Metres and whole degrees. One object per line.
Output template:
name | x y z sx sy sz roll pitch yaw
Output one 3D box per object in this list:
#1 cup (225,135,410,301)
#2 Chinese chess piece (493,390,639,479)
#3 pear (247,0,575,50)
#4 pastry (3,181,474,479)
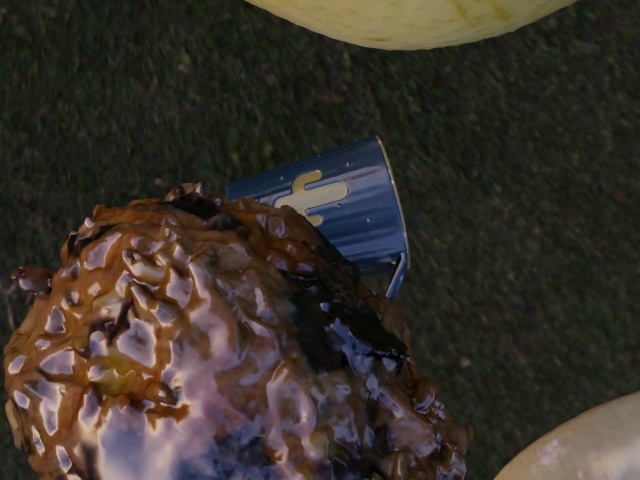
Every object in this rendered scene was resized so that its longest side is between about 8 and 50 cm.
cup | 0.000 0.000 1.309 0.155 0.176 0.131 -12 157 -1
Chinese chess piece | 0.320 0.279 1.365 0.338 0.140 0.338 -12 143 -9
pear | 0.037 -0.231 0.546 0.309 0.309 0.309 -4 113 -8
pastry | -0.064 0.131 1.016 0.292 0.405 0.337 -37 139 17
